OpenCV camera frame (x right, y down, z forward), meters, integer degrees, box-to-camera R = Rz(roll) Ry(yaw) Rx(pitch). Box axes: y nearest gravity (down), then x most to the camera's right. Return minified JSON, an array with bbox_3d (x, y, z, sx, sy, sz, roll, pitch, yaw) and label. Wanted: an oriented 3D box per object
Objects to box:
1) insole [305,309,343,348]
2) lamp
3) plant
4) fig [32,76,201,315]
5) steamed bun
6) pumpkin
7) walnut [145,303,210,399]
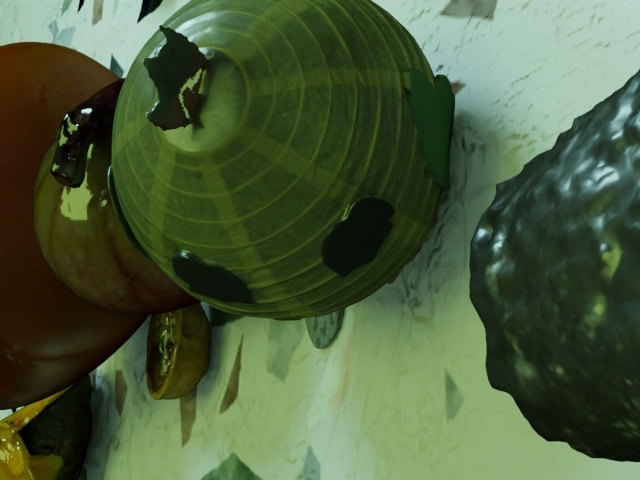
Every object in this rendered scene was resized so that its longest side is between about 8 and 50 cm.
[{"bbox_3d":[0.000,0.000,0.879,0.065,0.006,0.194,-36,50,49],"label":"insole"},{"bbox_3d":[-0.036,-0.072,0.702,0.250,0.284,0.250,-5,75,21],"label":"lamp"},{"bbox_3d":[0.199,-0.008,0.380,0.320,0.194,0.182,-32,57,53],"label":"plant"},{"bbox_3d":[-0.151,-0.049,0.931,0.235,0.234,0.215,43,147,55],"label":"fig"},{"bbox_3d":[-0.290,-0.012,1.121,0.235,0.248,0.380,-40,46,50],"label":"steamed bun"},{"bbox_3d":[-0.328,0.256,1.263,0.130,0.149,0.254,58,146,-5],"label":"pumpkin"},{"bbox_3d":[-0.139,0.106,1.024,0.091,0.052,0.121,-32,50,53],"label":"walnut"}]
